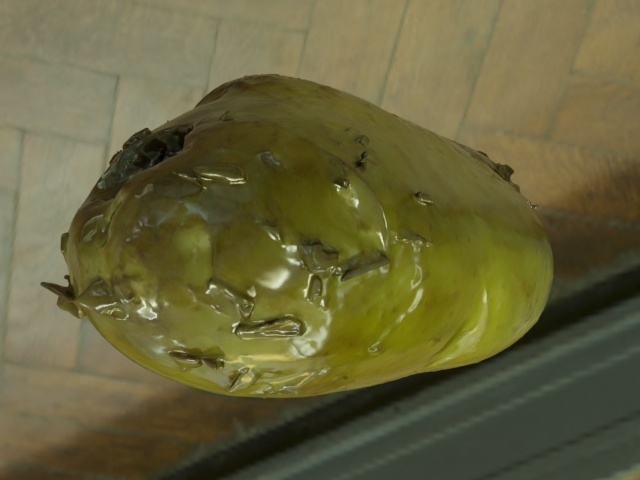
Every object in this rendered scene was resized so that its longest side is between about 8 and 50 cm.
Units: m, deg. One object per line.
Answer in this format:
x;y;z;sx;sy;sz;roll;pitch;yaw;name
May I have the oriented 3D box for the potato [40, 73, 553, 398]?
0.000;0.000;0.714;0.300;0.173;0.140;-1;121;-56;potato
